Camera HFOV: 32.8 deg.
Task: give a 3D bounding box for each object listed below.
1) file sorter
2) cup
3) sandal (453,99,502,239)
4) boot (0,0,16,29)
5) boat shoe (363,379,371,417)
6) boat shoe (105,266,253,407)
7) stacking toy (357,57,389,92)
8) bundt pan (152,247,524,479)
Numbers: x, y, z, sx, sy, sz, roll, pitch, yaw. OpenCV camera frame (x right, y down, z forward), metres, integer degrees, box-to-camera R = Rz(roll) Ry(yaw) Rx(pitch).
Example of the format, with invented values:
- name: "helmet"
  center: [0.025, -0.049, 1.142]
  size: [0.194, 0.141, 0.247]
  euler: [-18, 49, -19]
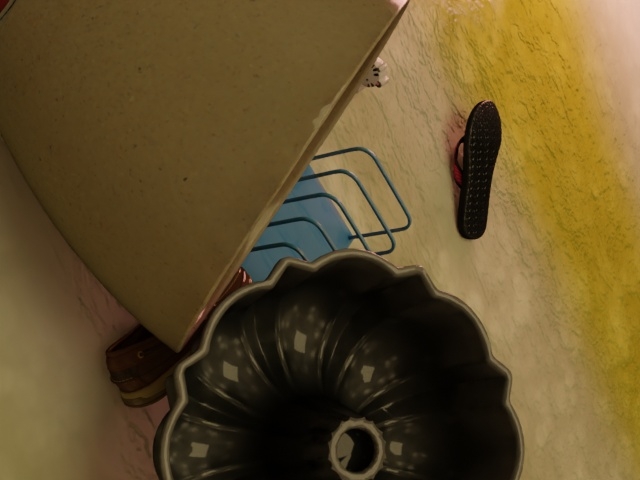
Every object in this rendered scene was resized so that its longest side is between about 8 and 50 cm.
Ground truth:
- name: "file sorter"
  center: [0.000, 0.000, 1.095]
  size: [0.118, 0.104, 0.170]
  euler: [57, 46, -24]
- name: "cup"
  center: [-0.117, -0.114, 0.859]
  size: [0.237, 0.331, 0.331]
  euler: [34, 52, -1]
- name: "sandal"
  center: [0.191, -0.091, 1.389]
  size: [0.067, 0.040, 0.179]
  euler: [6, 93, -43]
- name: "boot"
  center: [-0.276, -0.290, 0.858]
  size: [0.176, 0.088, 0.244]
  euler: [27, 63, -36]
- name: "boat shoe"
  center: [0.003, 0.237, 1.063]
  size: [0.104, 0.110, 0.307]
  euler: [38, 66, -43]
- name: "boat shoe"
  center: [-0.123, 0.071, 0.970]
  size: [0.178, 0.064, 0.060]
  euler: [-48, 120, -40]
- name: "stacking toy"
  center: [-0.021, -0.225, 1.153]
  size: [0.167, 0.052, 0.221]
  euler: [-41, 113, -45]
- name: "bundt pan"
  center: [0.004, 0.176, 0.926]
  size: [0.331, 0.124, 0.331]
  euler: [4, 81, -25]
